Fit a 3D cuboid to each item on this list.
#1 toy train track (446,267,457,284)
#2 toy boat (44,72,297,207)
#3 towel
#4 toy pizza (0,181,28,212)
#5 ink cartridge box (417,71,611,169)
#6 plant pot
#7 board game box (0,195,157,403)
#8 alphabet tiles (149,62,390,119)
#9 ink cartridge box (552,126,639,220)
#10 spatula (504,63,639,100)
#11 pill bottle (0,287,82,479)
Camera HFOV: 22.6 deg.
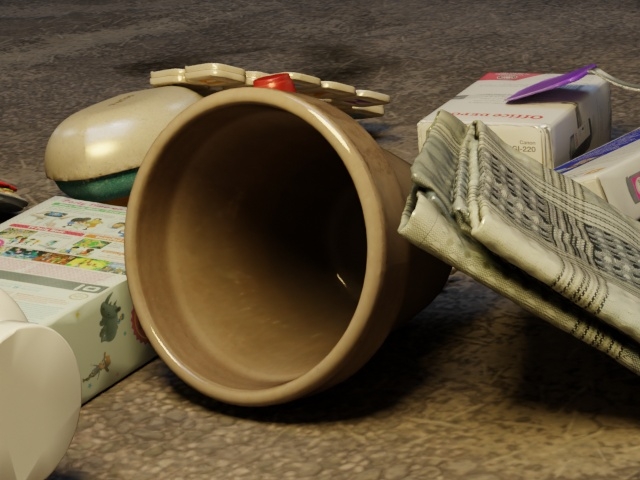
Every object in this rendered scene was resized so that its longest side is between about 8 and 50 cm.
[{"bbox_3d":[0.093,0.040,1.543,0.083,0.014,0.048,-16,28,-10],"label":"toy train track"},{"bbox_3d":[-0.158,-0.098,1.851,0.318,0.148,0.267,-6,13,22],"label":"toy boat"},{"bbox_3d":[0.217,0.005,1.307,0.324,0.056,0.312,29,22,-3],"label":"towel"},{"bbox_3d":[-0.433,-0.064,1.830,0.201,0.032,0.201,7,-6,1],"label":"toy pizza"},{"bbox_3d":[0.226,-0.123,1.839,0.159,0.092,0.218,5,20,28],"label":"ink cartridge box"},{"bbox_3d":[0.000,0.000,1.384,0.263,0.263,0.229,8,7,34],"label":"plant pot"},{"bbox_3d":[-0.252,0.059,1.473,0.224,0.097,0.303,8,25,32],"label":"board game box"},{"bbox_3d":[-0.063,-0.182,1.997,0.284,0.021,0.278,9,-7,-40],"label":"alphabet tiles"},{"bbox_3d":[0.329,-0.076,1.641,0.371,0.069,0.176,-28,8,-41],"label":"ink cartridge box"},{"bbox_3d":[0.349,-0.173,1.750,0.296,0.030,0.084,3,19,27],"label":"spatula"},{"bbox_3d":[-0.347,0.106,1.244,0.323,0.181,0.181,7,24,32],"label":"pill bottle"}]
